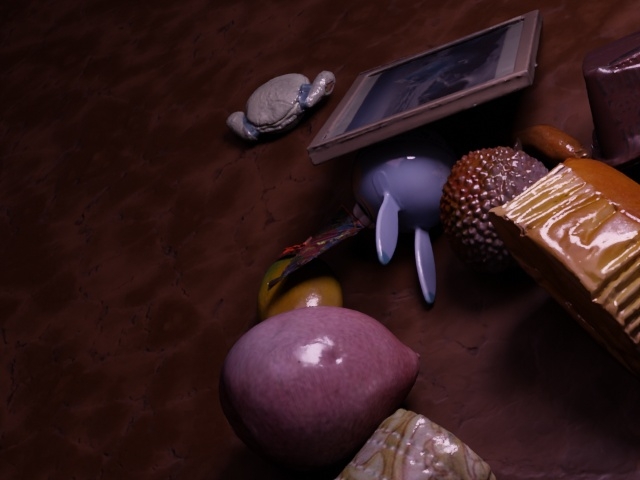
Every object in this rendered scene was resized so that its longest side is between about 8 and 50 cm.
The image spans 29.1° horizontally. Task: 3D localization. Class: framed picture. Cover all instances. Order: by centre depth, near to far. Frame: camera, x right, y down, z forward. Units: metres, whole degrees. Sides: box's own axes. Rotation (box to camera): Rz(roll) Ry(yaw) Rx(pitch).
[{"bbox_3d":[0.171,-0.242,1.849,0.326,0.028,0.446,-19,16,17],"label":"framed picture"}]

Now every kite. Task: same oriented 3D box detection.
[{"bbox_3d":[0.000,0.000,1.753,0.189,0.009,0.232,-19,20,44],"label":"kite"}]

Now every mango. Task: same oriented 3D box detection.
[{"bbox_3d":[-0.032,0.085,1.765,0.130,0.092,0.195,-40,30,2],"label":"mango"}]

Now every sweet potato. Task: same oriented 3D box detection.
[{"bbox_3d":[0.314,-0.142,1.780,0.056,0.056,0.195,-49,37,-17],"label":"sweet potato"}]

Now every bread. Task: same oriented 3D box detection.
[{"bbox_3d":[0.345,0.018,1.462,0.156,0.204,0.288,-41,48,-5],"label":"bread"}]

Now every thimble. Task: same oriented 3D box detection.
[{"bbox_3d":[0.098,0.287,1.432,0.143,0.137,0.190,-50,27,-15],"label":"thimble"}]

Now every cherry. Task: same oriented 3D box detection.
[{"bbox_3d":[-0.008,0.173,1.546,0.206,0.239,0.239,41,75,7],"label":"cherry"}]

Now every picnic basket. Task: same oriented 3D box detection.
[{"bbox_3d":[0.433,-0.204,1.590,0.222,0.129,0.297,-23,10,17],"label":"picnic basket"}]

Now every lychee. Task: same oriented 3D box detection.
[{"bbox_3d":[0.240,-0.049,1.648,0.165,0.165,0.197,-1,48,34],"label":"lychee"}]

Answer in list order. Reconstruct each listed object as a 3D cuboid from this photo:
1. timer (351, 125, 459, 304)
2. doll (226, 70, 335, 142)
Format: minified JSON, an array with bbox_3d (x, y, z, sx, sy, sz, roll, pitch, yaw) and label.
[{"bbox_3d":[0.107,-0.046,1.753,0.175,0.175,0.255,3,63,37],"label":"timer"},{"bbox_3d":[-0.071,-0.232,2.117,0.214,0.071,0.104,-23,39,19],"label":"doll"}]
